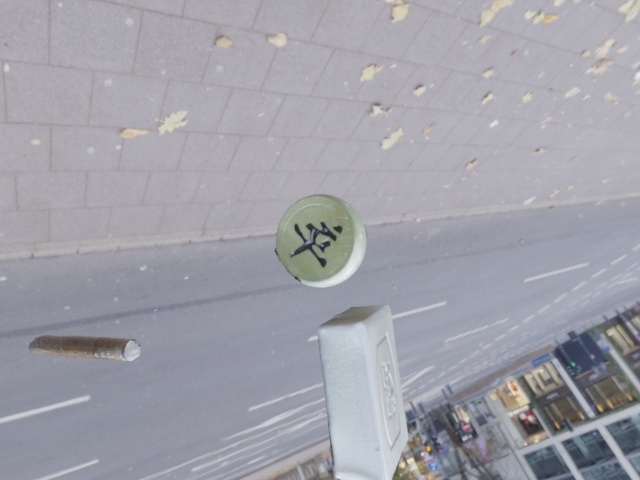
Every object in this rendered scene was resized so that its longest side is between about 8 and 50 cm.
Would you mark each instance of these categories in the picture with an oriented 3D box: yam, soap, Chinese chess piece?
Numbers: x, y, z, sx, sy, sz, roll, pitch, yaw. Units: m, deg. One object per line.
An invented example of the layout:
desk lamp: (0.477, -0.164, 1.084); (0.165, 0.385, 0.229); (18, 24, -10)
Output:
yam: (-0.476, 0.212, 0.896); (0.263, 0.046, 0.046); (-2, 160, 20)
soap: (0.053, 0.177, 0.534); (0.063, 0.183, 0.121); (-7, -179, 24)
Chinese chess piece: (0.000, 0.000, 0.908); (0.188, 0.189, 0.083); (-35, 163, 17)
